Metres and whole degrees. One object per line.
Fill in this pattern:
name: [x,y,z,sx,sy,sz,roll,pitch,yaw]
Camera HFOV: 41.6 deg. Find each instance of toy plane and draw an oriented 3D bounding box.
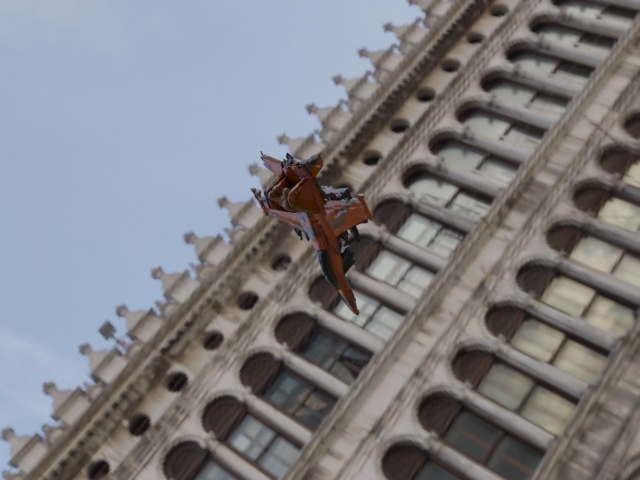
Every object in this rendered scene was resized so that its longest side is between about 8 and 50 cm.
toy plane: [0.006,-0.008,0.800,0.062,0.135,0.188,-57,-49,-29]
